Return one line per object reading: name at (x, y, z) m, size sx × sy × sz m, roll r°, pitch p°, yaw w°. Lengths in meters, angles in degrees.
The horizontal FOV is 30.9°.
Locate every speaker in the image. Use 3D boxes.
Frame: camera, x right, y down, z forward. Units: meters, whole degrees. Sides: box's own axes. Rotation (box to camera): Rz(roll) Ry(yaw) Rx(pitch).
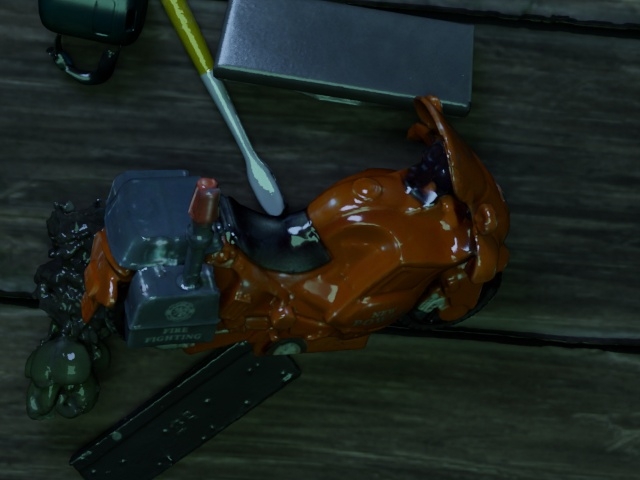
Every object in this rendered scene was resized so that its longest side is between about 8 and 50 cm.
speaker at (-0.169, -0.159, 0.845) m, size 0.075 × 0.060 × 0.094 m, roll 11°, pitch 101°, yaw -3°

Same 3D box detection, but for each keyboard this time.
keyboard at (-0.110, 0.140, 0.934) m, size 0.195 × 0.018 × 0.060 m, roll -35°, pitch 108°, yaw 5°

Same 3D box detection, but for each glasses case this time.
glasses case at (0.019, -0.138, 0.859) m, size 0.191 × 0.042 × 0.072 m, roll 9°, pitch 70°, yaw -4°

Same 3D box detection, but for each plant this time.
plant at (-0.187, 0.057, 0.885) m, size 0.085 × 0.087 × 0.174 m, roll 14°, pitch 97°, yaw 25°

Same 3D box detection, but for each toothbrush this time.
toothbrush at (-0.094, -0.148, 0.872) m, size 0.021 × 0.024 × 0.288 m, roll -26°, pitch 100°, yaw 0°

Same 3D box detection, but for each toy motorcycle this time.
toy motorcycle at (0.000, 0.000, 0.815) m, size 0.326 × 0.148 × 0.221 m, roll -3°, pitch 137°, yaw -19°
